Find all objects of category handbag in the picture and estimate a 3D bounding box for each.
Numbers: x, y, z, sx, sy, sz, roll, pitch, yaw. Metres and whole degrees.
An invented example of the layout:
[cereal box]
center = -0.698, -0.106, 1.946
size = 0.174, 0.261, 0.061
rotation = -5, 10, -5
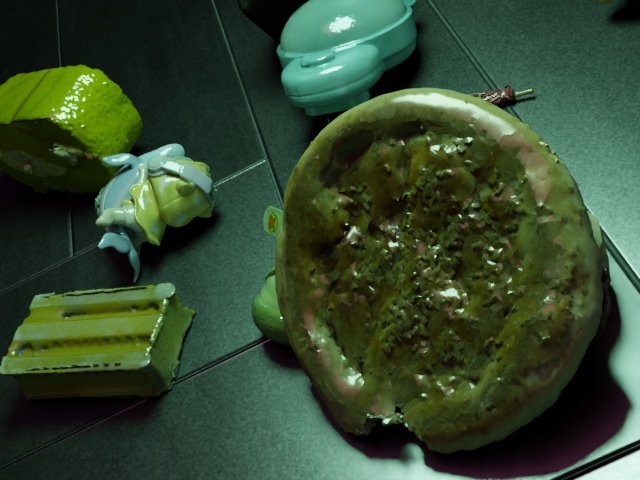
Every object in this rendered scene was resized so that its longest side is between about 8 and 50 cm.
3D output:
[handbag]
center = -0.011, -0.406, 1.442
size = 0.222, 0.247, 0.080
rotation = -22, 84, 12

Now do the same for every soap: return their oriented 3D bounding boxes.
[soap]
center = -0.287, 0.133, 1.191
size = 0.233, 0.076, 0.135
rotation = -7, 47, 23

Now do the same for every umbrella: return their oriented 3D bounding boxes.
[umbrella]
center = 0.207, -0.186, 1.253
size = 0.165, 0.025, 0.027
rotation = -13, 67, 22

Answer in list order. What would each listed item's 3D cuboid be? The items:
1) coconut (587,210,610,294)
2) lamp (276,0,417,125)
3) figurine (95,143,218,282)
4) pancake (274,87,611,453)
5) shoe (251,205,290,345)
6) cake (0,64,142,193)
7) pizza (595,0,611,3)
[coconut]
center = 0.243, 0.016, 0.966
size = 0.116, 0.122, 0.116
rotation = -16, 44, 16
[lamp]
center = 0.032, -0.281, 1.349
size = 0.209, 0.147, 0.284
rotation = -9, 47, 25
[figurine]
center = -0.240, -0.051, 1.309
size = 0.183, 0.128, 0.209
rotation = 2, 60, 28
[pancake]
center = 0.106, 0.036, 0.945
size = 0.382, 0.071, 0.383
rotation = -3, 84, 33
[shoe]
center = 0.003, 0.005, 1.130
size = 0.262, 0.128, 0.140
rotation = -47, 31, -21
[cake]
center = -0.423, -0.170, 1.481
size = 0.260, 0.179, 0.156
rotation = 0, 50, 34
[pizza]
center = 0.520, -0.415, 1.245
size = 0.323, 0.089, 0.223
rotation = -13, 51, 16
